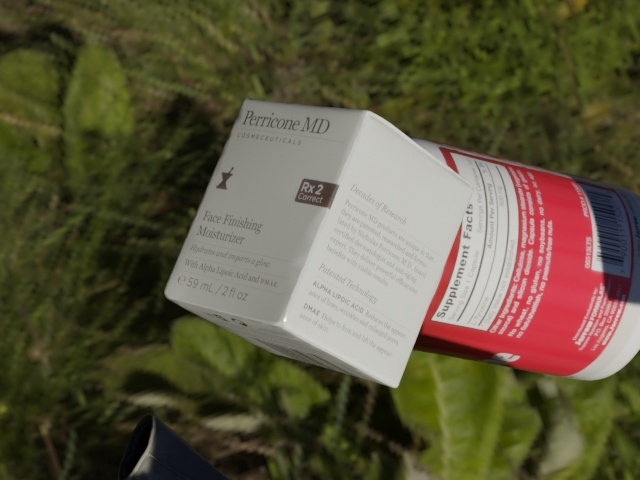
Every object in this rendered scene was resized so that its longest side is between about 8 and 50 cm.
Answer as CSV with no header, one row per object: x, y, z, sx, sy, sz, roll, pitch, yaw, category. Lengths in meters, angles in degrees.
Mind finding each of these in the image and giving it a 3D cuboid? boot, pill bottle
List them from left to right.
-0.163,0.340,2.010,0.208,0.076,0.190,43,37,-35,boot
0.151,0.014,1.768,0.407,0.229,0.229,12,48,-24,pill bottle

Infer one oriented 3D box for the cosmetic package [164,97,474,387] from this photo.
0.000,0.000,1.318,0.151,0.151,0.184,31,76,-43,cosmetic package
